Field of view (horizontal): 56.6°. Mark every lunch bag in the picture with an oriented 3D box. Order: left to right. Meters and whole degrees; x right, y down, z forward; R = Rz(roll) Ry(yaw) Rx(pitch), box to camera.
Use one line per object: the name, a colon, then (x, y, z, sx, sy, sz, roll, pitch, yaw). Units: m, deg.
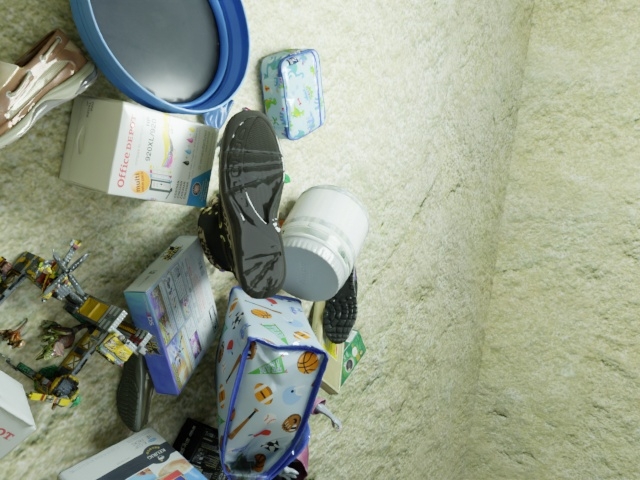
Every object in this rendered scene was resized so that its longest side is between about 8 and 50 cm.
lunch bag: (-0.145, 0.356, 1.446, 0.239, 0.328, 0.385, 14, 101, -16)
lunch bag: (-0.065, -0.382, 1.541, 0.176, 0.090, 0.218, -34, 128, -45)

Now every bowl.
bowl: (-0.298, -0.432, 1.146, 0.391, 0.077, 0.390, 12, 75, -51)

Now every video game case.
video game case: (-0.321, 0.162, 1.334, 0.244, 0.061, 0.269, -63, 149, -59)

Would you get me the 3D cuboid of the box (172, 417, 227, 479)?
box: (-0.303, 0.564, 1.550, 0.180, 0.078, 0.147, 45, 65, -49)

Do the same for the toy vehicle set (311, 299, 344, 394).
toy vehicle set: (0.022, 0.323, 1.844, 0.166, 0.035, 0.266, 52, 37, -46)

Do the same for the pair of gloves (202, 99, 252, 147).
pair of gloves: (-0.225, -0.275, 1.421, 0.198, 0.023, 0.159, 36, 71, -53)

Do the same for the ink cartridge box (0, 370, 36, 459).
ink cartridge box: (-0.641, 0.306, 0.900, 0.307, 0.129, 0.223, -40, 134, -10)

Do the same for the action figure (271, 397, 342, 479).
action figure: (-0.109, 0.531, 1.717, 0.276, 0.248, 0.370, 35, 38, -25)

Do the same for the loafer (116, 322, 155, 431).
loafer: (-0.392, 0.306, 1.333, 0.087, 0.094, 0.251, 0, 101, -49)

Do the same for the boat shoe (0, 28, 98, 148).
boat shoe: (-0.519, -0.239, 0.977, 0.324, 0.123, 0.116, -55, 132, -36)

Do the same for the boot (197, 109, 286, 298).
boot: (-0.181, -0.079, 1.290, 0.138, 0.284, 0.377, -11, 100, -24)

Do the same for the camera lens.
camera lens: (0.000, 0.000, 1.599, 0.274, 0.220, 0.219, -63, 145, -44)

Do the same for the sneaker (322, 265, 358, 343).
sneaker: (0.081, 0.193, 1.858, 0.124, 0.107, 0.283, 57, 35, -59)

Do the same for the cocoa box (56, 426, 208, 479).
cocoa box: (-0.400, 0.632, 1.263, 0.232, 0.228, 0.346, -17, 127, -49)

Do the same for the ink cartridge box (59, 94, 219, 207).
ink cartridge box: (-0.351, -0.169, 1.165, 0.233, 0.168, 0.171, 6, 97, -53)

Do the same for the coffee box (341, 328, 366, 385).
coffee box: (0.083, 0.404, 2.037, 0.184, 0.041, 0.113, -50, 136, -31)

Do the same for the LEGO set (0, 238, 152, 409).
LEGO set: (-0.476, 0.176, 1.096, 0.255, 0.192, 0.331, -50, 136, -31)

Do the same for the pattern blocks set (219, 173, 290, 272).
pattern blocks set: (-0.178, -0.056, 1.546, 0.324, 0.026, 0.285, -64, 145, -17)
